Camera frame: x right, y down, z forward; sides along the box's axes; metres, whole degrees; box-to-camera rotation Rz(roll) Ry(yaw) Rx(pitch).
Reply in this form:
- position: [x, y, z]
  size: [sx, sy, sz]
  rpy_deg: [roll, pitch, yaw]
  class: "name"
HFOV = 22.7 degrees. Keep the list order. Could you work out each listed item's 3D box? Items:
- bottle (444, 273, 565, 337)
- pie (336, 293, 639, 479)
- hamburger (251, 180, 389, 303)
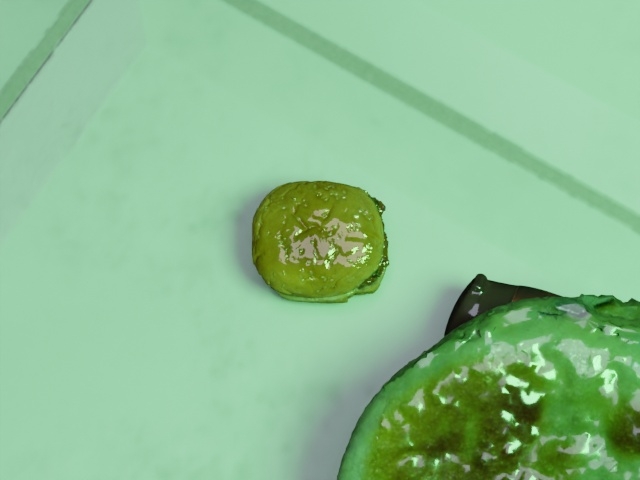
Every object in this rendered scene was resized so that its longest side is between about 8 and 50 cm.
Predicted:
- position: [0.154, 0.067, 0.928]
  size: [0.164, 0.060, 0.060]
  rpy_deg: [20, 74, 12]
  class: "bottle"
- position: [0.146, 0.172, 0.867]
  size: [0.302, 0.067, 0.302]
  rpy_deg: [-1, 86, 11]
  class: "pie"
- position: [0.000, 0.000, 0.971]
  size: [0.083, 0.044, 0.076]
  rpy_deg: [-7, 70, 6]
  class: "hamburger"
